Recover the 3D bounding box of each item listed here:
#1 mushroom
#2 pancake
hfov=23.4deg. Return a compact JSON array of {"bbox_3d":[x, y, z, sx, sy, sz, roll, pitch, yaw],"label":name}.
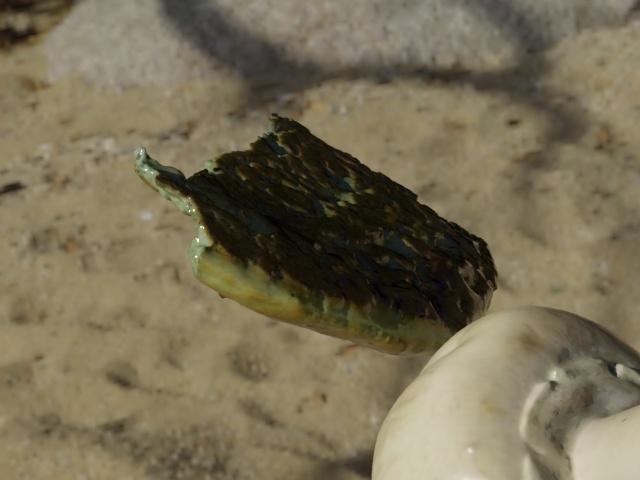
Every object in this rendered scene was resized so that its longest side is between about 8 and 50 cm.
[{"bbox_3d":[0.210,0.184,1.098,0.314,0.314,0.336,-28,1,-41],"label":"mushroom"},{"bbox_3d":[0.005,0.003,1.384,0.305,0.067,0.427,38,23,12],"label":"pancake"}]
